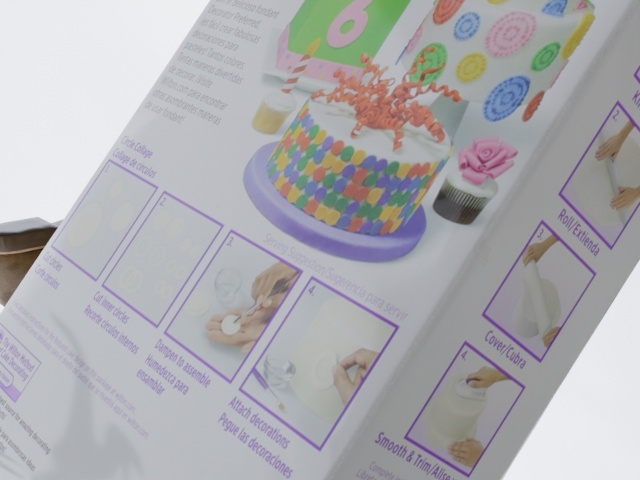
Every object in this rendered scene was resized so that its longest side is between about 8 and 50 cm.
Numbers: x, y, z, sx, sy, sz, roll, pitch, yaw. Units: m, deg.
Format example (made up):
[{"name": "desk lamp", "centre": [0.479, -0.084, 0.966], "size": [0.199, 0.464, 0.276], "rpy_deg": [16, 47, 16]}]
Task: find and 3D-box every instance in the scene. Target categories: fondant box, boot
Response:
[{"name": "fondant box", "centre": [0.000, 0.000, 0.516], "size": [0.096, 0.330, 0.238], "rpy_deg": [35, 175, -42]}, {"name": "boot", "centre": [-0.284, 0.020, 1.545], "size": [0.305, 0.115, 0.112], "rpy_deg": [-10, -165, -24]}]
